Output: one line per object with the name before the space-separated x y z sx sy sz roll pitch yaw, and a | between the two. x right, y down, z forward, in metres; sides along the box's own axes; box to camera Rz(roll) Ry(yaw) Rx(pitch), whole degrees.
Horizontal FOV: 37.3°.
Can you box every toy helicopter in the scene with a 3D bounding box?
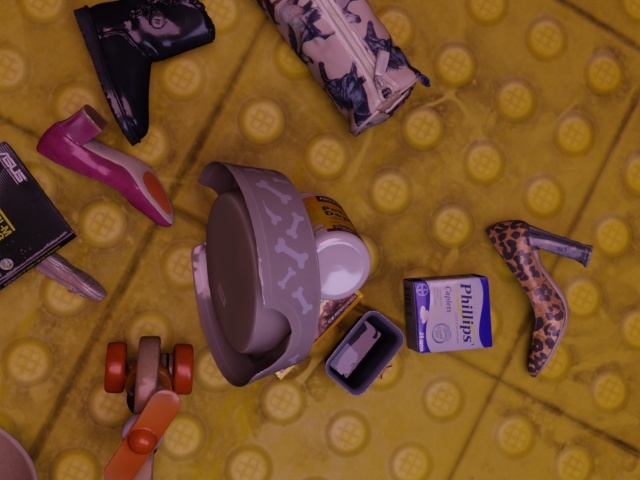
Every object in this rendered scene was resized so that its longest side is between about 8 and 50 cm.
toy helicopter | -0.272 0.327 1.475 0.140 0.235 0.355 3 89 -11

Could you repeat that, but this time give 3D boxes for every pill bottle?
pill bottle | 0.000 0.000 1.530 0.117 0.215 0.117 -6 116 -12

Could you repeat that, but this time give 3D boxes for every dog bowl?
dog bowl | -0.104 0.047 1.465 0.102 0.349 0.348 -6 91 -22

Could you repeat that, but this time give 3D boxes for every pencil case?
pencil case | 0.003 -0.374 1.555 0.160 0.183 0.410 -38 96 -14

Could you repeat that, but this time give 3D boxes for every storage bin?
storage bin | 0.071 0.190 1.613 0.098 0.091 0.135 40 84 -8

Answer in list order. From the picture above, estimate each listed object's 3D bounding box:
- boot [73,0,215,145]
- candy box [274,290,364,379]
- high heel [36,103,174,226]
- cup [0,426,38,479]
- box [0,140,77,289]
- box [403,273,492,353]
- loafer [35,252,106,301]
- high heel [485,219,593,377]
boot | -0.265 -0.301 1.547 0.207 0.094 0.246 -21 88 -6
candy box | -0.032 0.130 1.626 0.105 0.027 0.206 45 82 -4
high heel | -0.350 -0.098 1.554 0.117 0.082 0.244 -34 111 19
cup | -0.609 0.432 1.397 0.331 0.331 0.237 18 113 -10
box | -0.519 -0.030 1.510 0.184 0.045 0.190 -36 85 -7
box | 0.221 0.125 1.652 0.137 0.072 0.126 -4 91 -11
loafer | -0.408 0.064 1.551 0.125 0.045 0.039 37 100 -2
high heel | 0.355 0.099 1.690 0.186 0.093 0.261 19 99 12
